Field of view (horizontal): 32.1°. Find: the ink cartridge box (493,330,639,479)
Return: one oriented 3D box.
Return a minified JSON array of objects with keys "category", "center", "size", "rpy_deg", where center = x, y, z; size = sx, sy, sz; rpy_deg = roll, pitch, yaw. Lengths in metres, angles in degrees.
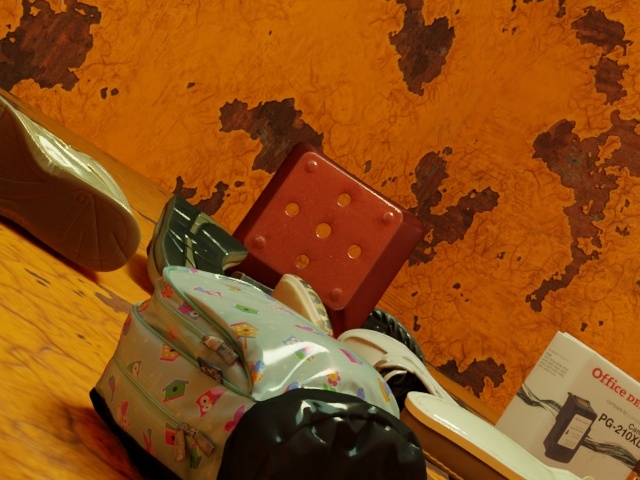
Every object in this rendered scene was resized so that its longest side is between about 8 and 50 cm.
[{"category":"ink cartridge box","center":[0.353,0.275,1.564],"size":[0.172,0.237,0.100],"rpy_deg":[34,1,-20]}]

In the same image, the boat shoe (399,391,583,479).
[{"category":"boat shoe","center":[0.192,0.260,1.145],"size":[0.305,0.091,0.109],"rpy_deg":[33,13,-19]}]

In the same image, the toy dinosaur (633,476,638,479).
[{"category":"toy dinosaur","center":[0.452,0.405,1.789],"size":[0.322,0.164,0.218],"rpy_deg":[58,6,-27]}]

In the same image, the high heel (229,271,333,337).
[{"category":"high heel","center":[-0.004,0.120,1.533],"size":[0.186,0.093,0.261],"rpy_deg":[32,-4,-32]}]

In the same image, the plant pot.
[{"category":"plant pot","center":[0.000,0.000,1.752],"size":[0.267,0.267,0.236],"rpy_deg":[34,-6,3]}]

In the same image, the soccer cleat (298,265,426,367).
[{"category":"soccer cleat","center":[0.048,0.149,1.952],"size":[0.318,0.109,0.116],"rpy_deg":[32,-4,9]}]

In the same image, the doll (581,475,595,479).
[{"category":"doll","center":[0.251,0.303,1.311],"size":[0.189,0.046,0.129],"rpy_deg":[-2,-63,57]}]

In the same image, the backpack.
[{"category":"backpack","center":[-0.039,0.092,0.608],"size":[0.182,0.115,0.152],"rpy_deg":[31,1,45]}]

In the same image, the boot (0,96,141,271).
[{"category":"boot","center":[-0.292,-0.075,1.110],"size":[0.262,0.095,0.203],"rpy_deg":[36,1,-12]}]

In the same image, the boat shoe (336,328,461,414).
[{"category":"boat shoe","center":[0.097,0.195,1.460],"size":[0.267,0.096,0.088],"rpy_deg":[45,3,40]}]

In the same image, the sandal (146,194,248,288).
[{"category":"sandal","center":[-0.166,0.024,1.337],"size":[0.120,0.086,0.303],"rpy_deg":[40,15,-5]}]
